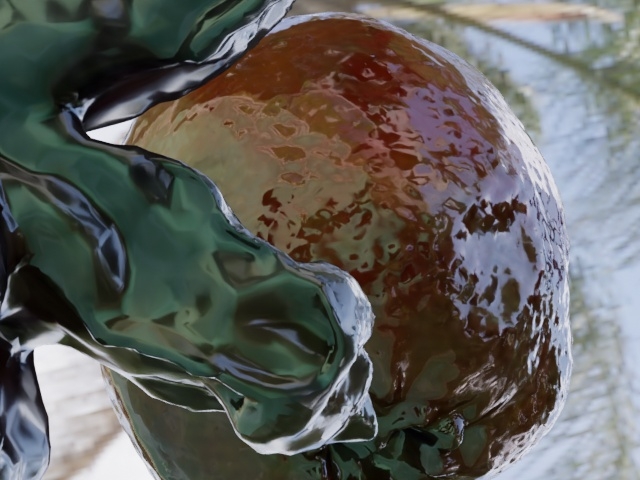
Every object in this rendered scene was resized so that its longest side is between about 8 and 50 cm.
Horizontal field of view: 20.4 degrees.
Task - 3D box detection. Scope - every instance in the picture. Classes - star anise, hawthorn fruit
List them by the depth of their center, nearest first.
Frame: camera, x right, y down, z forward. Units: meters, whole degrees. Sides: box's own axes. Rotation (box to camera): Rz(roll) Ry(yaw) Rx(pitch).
[{"bbox_3d":[-0.074,-0.024,0.413,0.214,0.099,0.220,-42,-94,6],"label":"star anise"},{"bbox_3d":[0.000,0.000,0.748,0.253,0.205,0.205,-103,-154,-48],"label":"hawthorn fruit"}]
